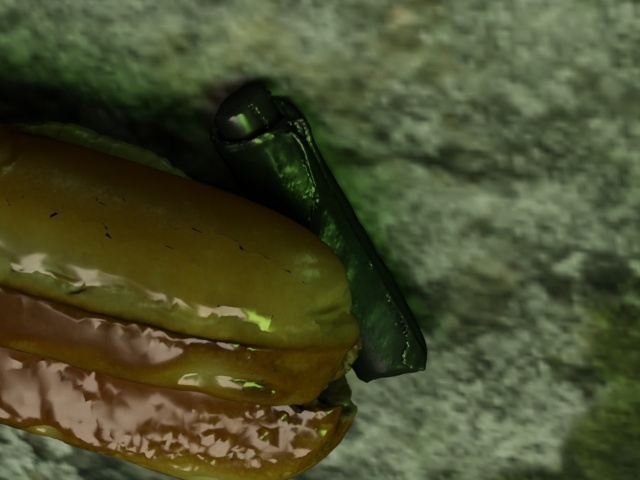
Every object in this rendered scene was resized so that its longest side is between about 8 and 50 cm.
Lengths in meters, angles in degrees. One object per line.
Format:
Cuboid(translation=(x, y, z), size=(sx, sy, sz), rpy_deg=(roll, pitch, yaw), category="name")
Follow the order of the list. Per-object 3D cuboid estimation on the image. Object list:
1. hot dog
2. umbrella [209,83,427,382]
Cuboid(translation=(-0.144, -0.002, 0.699), size=(0.337, 0.100, 0.135), rpy_deg=(15, 152, 12), category="hot dog")
Cuboid(translation=(0.001, 0.000, 0.697), size=(0.036, 0.031, 0.133), rpy_deg=(-26, 119, 10), category="umbrella")
